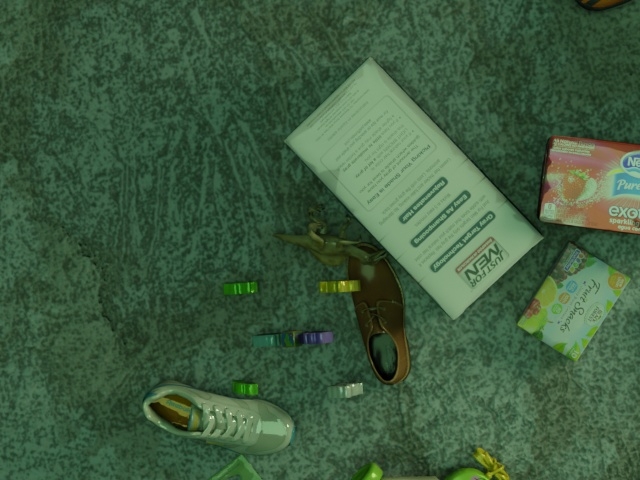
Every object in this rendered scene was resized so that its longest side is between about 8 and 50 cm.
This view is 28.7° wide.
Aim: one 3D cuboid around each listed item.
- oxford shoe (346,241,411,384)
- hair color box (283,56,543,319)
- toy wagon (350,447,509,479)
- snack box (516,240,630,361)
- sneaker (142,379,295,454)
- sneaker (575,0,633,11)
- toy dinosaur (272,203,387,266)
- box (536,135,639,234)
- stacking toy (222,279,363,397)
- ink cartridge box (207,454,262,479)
[{"bbox_3d":[0.084,0.104,1.796,0.076,0.076,0.212,-17,87,11],"label":"oxford shoe"},{"bbox_3d":[0.132,-0.073,1.763,0.174,0.105,0.347,-44,86,8],"label":"hair color box"},{"bbox_3d":[0.135,0.439,1.782,0.344,0.068,0.267,-45,98,0],"label":"toy wagon"},{"bbox_3d":[0.357,0.086,1.773,0.100,0.037,0.141,32,97,4],"label":"snack box"},{"bbox_3d":[-0.151,0.267,1.831,0.229,0.092,0.087,12,93,6],"label":"sneaker"},{"bbox_3d":[0.463,-0.436,1.657,0.321,0.180,0.124,-41,87,8],"label":"sneaker"},{"bbox_3d":[0.000,0.000,1.777,0.183,0.053,0.092,12,136,20],"label":"toy dinosaur"},{"bbox_3d":[0.431,-0.070,1.709,0.257,0.128,0.122,8,94,8],"label":"box"},{"bbox_3d":[-0.040,0.141,1.815,0.221,0.052,0.167,-3,90,30],"label":"stacking toy"},{"bbox_3d":[-0.096,0.433,1.846,0.109,0.062,0.209,-40,87,8],"label":"ink cartridge box"}]
